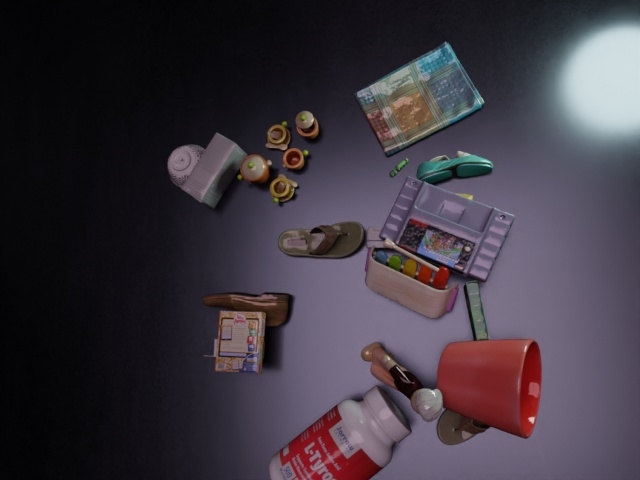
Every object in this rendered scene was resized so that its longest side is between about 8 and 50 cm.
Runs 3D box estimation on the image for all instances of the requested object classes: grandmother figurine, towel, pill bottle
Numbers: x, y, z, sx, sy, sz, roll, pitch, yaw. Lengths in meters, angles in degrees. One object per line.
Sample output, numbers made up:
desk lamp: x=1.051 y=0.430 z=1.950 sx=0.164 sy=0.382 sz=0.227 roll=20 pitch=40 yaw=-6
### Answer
grandmother figurine: x=0.248 y=0.420 z=1.711 sx=0.208 sy=0.342 sz=0.104 roll=35 pitch=90 yaw=-25
towel: x=0.332 y=-0.484 z=1.998 sx=0.370 sy=0.040 sz=0.271 roll=-27 pitch=75 yaw=7
pill bottle: x=0.065 y=0.630 z=1.760 sx=0.408 sy=0.229 sz=0.229 roll=-40 pitch=74 yaw=3

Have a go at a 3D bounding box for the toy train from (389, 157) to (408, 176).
toy train: x=0.264 y=-0.249 z=1.978 sx=0.083 sy=0.024 sz=0.017 roll=-44 pitch=74 yaw=3

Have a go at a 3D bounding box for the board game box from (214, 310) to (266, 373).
board game box: x=-0.256 y=0.325 z=1.873 sx=0.147 sy=0.045 sz=0.193 roll=0 pitch=76 yaw=13

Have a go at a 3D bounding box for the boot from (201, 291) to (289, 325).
boot: x=-0.259 y=0.230 z=1.974 sx=0.306 sy=0.112 sz=0.115 roll=2 pitch=91 yaw=11

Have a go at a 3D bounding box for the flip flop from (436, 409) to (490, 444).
flip flop: x=0.480 y=0.534 z=1.761 sx=0.277 sy=0.080 sz=0.112 roll=-20 pitch=76 yaw=8

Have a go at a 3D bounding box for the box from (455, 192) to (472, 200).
box: x=0.440 y=-0.028 z=1.868 sx=0.058 sy=0.087 sz=0.232 roll=10 pitch=83 yaw=15

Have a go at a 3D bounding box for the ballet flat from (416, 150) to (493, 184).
ballet flat: x=0.435 y=-0.249 z=1.914 sx=0.248 sy=0.083 sz=0.087 roll=-11 pitch=64 yaw=9

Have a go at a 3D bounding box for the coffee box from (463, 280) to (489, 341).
coffee box: x=0.479 y=0.222 z=1.803 sx=0.041 sy=0.113 sz=0.184 roll=-10 pitch=77 yaw=8

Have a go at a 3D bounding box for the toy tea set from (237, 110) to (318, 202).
toy tea set: x=-0.141 y=-0.309 z=2.027 sx=0.200 sy=0.124 sz=0.335 roll=25 pitch=86 yaw=16

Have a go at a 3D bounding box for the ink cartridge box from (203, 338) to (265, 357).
ink cartridge box: x=-0.287 y=0.360 z=1.951 sx=0.180 sy=0.104 sz=0.060 roll=1 pitch=80 yaw=12

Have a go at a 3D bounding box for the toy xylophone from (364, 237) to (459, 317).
toy xylophone: x=0.276 y=0.112 z=1.817 sx=0.323 sy=0.236 sz=0.081 roll=31 pitch=45 yaw=16

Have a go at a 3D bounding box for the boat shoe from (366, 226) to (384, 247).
boat shoe: x=0.275 y=-0.016 z=1.898 sx=0.258 sy=0.095 sz=0.084 roll=-1 pitch=84 yaw=11

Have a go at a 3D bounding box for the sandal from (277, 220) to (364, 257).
sandal: x=-0.001 y=0.002 z=1.960 sx=0.303 sy=0.086 sz=0.120 roll=-7 pitch=79 yaw=11

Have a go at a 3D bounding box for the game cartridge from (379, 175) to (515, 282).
game cartridge: x=0.384 y=-0.036 z=1.804 sx=0.355 sy=0.068 sz=0.230 roll=23 pitch=78 yaw=19

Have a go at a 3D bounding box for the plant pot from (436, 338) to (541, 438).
plant pot: x=0.479 y=0.401 z=1.670 sx=0.243 sy=0.275 sz=0.274 roll=3 pitch=80 yaw=33

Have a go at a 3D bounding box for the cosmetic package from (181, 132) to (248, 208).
cosmetic package: x=-0.372 y=-0.245 z=2.068 sx=0.107 sy=0.127 sz=0.238 roll=34 pitch=91 yaw=16

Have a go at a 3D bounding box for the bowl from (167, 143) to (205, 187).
bowl: x=-0.493 y=-0.281 z=2.125 sx=0.170 sy=0.080 sz=0.170 roll=-2 pitch=79 yaw=12
